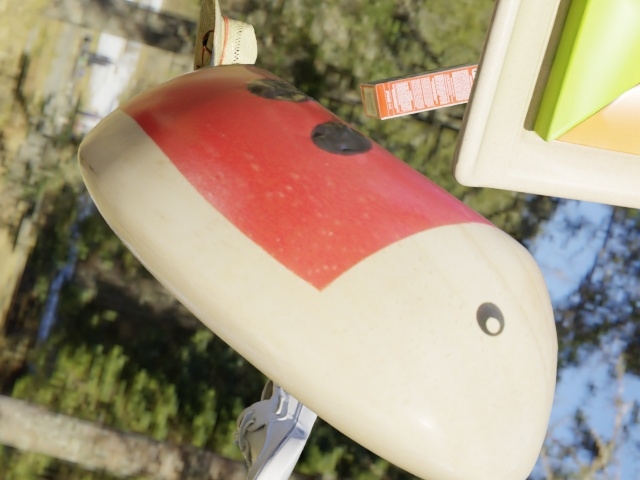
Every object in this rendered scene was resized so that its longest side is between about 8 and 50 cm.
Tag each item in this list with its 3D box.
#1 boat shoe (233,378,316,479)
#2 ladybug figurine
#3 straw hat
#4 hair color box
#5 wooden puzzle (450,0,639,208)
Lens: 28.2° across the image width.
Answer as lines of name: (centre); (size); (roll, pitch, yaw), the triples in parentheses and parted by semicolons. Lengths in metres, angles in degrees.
boat shoe: (-0.063, 0.238, 1.570); (0.096, 0.088, 0.267); (-64, 178, 24)
ladybug figurine: (0.000, 0.000, 0.916); (0.162, 0.449, 0.305); (-55, 143, 4)
straw hat: (-0.106, -0.221, 1.468); (0.144, 0.061, 0.144); (-174, -90, -76)
hair color box: (0.149, -0.214, 1.811); (0.093, 0.167, 0.053); (-151, -129, -75)
wooden puzzle: (0.192, -0.111, 0.576); (0.044, 0.238, 0.221); (-123, -138, -61)
